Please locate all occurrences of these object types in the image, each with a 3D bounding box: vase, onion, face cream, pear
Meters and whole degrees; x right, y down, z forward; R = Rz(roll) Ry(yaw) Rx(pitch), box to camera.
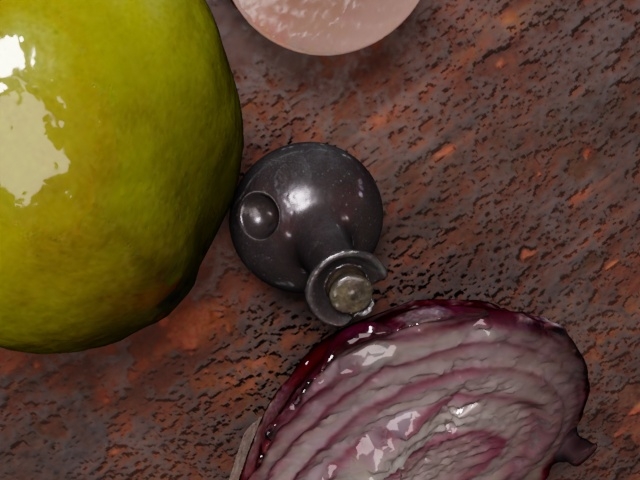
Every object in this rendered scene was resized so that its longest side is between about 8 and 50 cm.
[{"bbox_3d":[0.000,0.000,0.807,0.120,0.183,0.120,-6,115,-13],"label":"vase"},{"bbox_3d":[0.066,0.123,0.874,0.314,0.146,0.280,-10,133,-17],"label":"onion"},{"bbox_3d":[-0.005,-0.211,0.756,0.149,0.104,0.149,-6,115,-12],"label":"face cream"},{"bbox_3d":[-0.180,-0.074,0.691,0.269,0.269,0.321,-30,134,0],"label":"pear"}]

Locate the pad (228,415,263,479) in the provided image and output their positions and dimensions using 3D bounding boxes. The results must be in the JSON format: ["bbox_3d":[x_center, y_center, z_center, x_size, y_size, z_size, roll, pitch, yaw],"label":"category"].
[{"bbox_3d":[-0.018,0.282,1.028,0.176,0.002,0.266,12,110,-19],"label":"pad"}]
